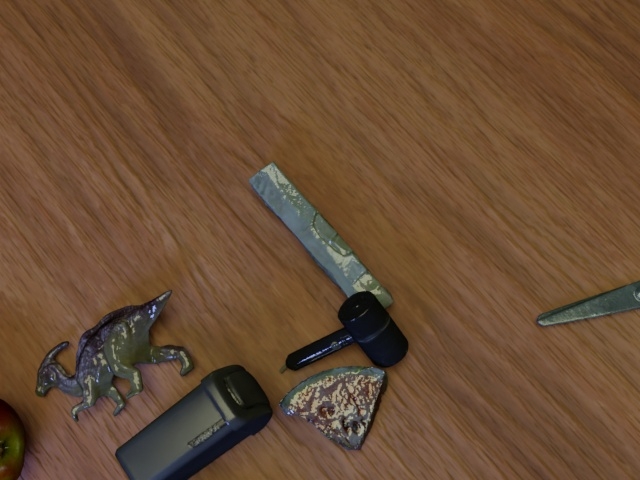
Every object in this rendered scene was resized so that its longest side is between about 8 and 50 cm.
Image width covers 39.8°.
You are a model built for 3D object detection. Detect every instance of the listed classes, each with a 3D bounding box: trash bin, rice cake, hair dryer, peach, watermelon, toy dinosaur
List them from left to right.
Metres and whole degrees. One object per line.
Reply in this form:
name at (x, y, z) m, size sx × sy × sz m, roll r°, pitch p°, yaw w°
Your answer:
peach at (-0.586, 0.334, 1.434) m, size 0.198 × 0.197 × 0.197 m, roll -1°, pitch 73°, yaw 4°
toy dinosaur at (-0.354, 0.205, 1.503) m, size 0.294 × 0.077 × 0.162 m, roll -29°, pitch 73°, yaw -4°
trash bin at (-0.193, 0.303, 1.414) m, size 0.236 × 0.176 × 0.101 m, roll -36°, pitch 75°, yaw -4°
rice cake at (0.000, 0.000, 1.550) m, size 0.066 × 0.063 × 0.336 m, roll -42°, pitch 76°, yaw 2°
hair dryer at (0.027, 0.181, 1.484) m, size 0.219 × 0.071 × 0.124 m, roll -27°, pitch 116°, yaw 16°
watermelon at (0.029, 0.283, 1.464) m, size 0.187 × 0.071 × 0.139 m, roll -14°, pitch 80°, yaw -9°

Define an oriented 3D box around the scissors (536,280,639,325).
scissors at (0.584, 0.081, 1.501) m, size 0.448 × 0.029 × 0.192 m, roll -14°, pitch 72°, yaw -1°
